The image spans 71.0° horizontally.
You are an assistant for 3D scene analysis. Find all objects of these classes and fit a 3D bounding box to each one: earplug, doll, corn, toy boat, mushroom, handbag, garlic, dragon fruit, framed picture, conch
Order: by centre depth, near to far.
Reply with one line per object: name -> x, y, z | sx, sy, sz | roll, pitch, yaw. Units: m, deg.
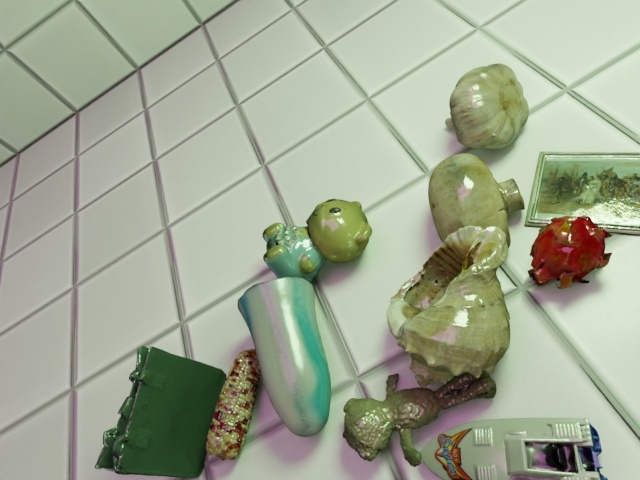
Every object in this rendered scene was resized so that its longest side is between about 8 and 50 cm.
toy boat -> 0.308, 0.370, 0.760 | 0.296, 0.088, 0.129 | -13, 53, 30
dragon fruit -> 0.478, 0.019, 0.870 | 0.166, 0.133, 0.136 | -39, 57, -2
doll -> 0.180, 0.319, 0.873 | 0.286, 0.091, 0.203 | -40, 41, -14
conch -> 0.262, 0.132, 0.878 | 0.324, 0.186, 0.263 | -51, 33, -7
framed picture -> 0.601, -0.111, 0.964 | 0.275, 0.017, 0.216 | 6, 62, 31
mushroom -> 0.336, -0.090, 0.982 | 0.195, 0.189, 0.253 | -19, 58, 19
handbag -> -0.335, 0.381, 0.985 | 0.079, 0.260, 0.247 | -6, 59, 27
earplug -> -0.067, 0.264, 0.987 | 0.185, 0.185, 0.323 | -25, 57, 12
corn -> -0.191, 0.367, 1.032 | 0.086, 0.086, 0.253 | -1, 58, 28
doll -> 0.000, 0.000, 1.119 | 0.261, 0.161, 0.177 | -31, 29, 10
garlic -> 0.386, -0.316, 1.127 | 0.212, 0.219, 0.218 | -7, 52, 60
